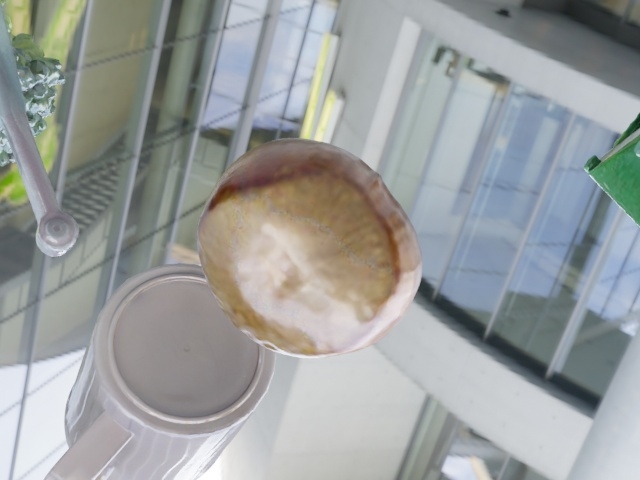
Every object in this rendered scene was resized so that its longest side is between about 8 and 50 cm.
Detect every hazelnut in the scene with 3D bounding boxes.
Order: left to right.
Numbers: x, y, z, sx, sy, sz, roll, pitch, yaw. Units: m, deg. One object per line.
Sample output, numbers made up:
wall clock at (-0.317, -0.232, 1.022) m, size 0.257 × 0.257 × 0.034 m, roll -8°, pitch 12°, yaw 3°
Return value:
hazelnut at (0.000, 0.000, 0.664) m, size 0.150 × 0.150 × 0.150 m, roll 14°, pitch -155°, yaw -7°

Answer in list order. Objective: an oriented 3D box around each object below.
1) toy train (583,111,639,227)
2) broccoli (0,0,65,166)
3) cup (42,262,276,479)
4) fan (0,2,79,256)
toy train at (0.324, -0.020, 0.635) m, size 0.301 × 0.120 × 0.202 m, roll 47°, pitch -130°, yaw 2°
broccoli at (-0.323, -0.143, 0.717) m, size 0.263 × 0.243 × 0.247 m, roll -20°, pitch 178°, yaw 21°
cup at (-0.207, 0.177, 1.171) m, size 0.288 × 0.273 × 0.208 m, roll -16°, pitch -109°, yaw -26°
fan at (-0.193, -0.119, 0.593) m, size 0.057 × 0.023 × 0.282 m, roll -16°, pitch -105°, yaw -36°
